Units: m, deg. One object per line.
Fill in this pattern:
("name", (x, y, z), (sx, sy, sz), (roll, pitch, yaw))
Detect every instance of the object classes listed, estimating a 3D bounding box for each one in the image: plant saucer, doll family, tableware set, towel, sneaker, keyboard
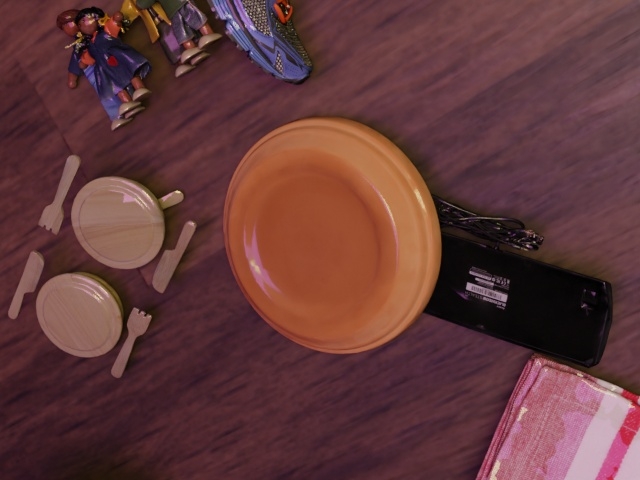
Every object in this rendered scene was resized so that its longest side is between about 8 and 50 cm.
("plant saucer", (0.000, 0.000, 0.801), (0.200, 0.037, 0.200), (8, 106, 27))
("doll family", (-0.161, -0.174, 0.822), (0.193, 0.076, 0.111), (-32, 93, 27))
("tableware set", (-0.198, 0.022, 0.897), (0.128, 0.039, 0.194), (30, 116, 0))
("towel", (0.266, 0.253, 0.729), (0.329, 0.037, 0.237), (22, 90, 16))
("sneaker", (-0.052, -0.228, 0.766), (0.087, 0.083, 0.221), (-21, 98, 13))
("keyboard", (0.139, 0.024, 0.772), (0.192, 0.038, 0.100), (18, 114, 26))
